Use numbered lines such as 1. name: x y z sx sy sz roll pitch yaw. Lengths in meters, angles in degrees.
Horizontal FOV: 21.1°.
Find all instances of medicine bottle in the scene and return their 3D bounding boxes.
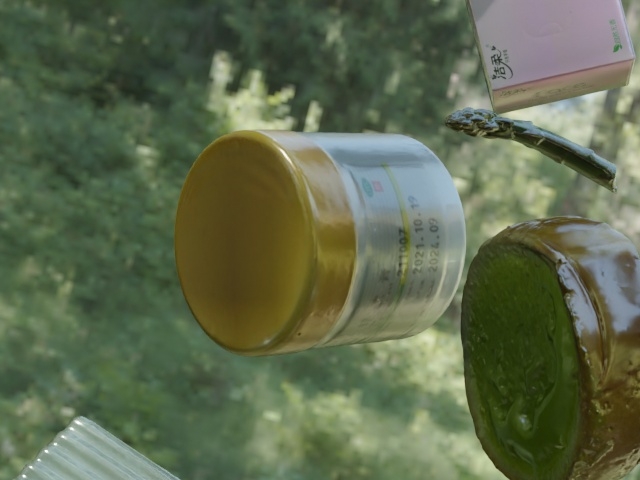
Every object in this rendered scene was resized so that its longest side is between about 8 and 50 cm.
1. medicine bottle: 0.000 0.000 1.853 0.232 0.238 0.238 -2 7 -40

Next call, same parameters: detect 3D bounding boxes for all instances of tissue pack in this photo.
1. tissue pack: 0.214 -0.264 1.702 0.148 0.246 0.092 -13 -13 2

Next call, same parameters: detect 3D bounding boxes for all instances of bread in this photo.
1. bread: 0.184 0.090 1.361 0.070 0.236 0.236 -6 3 -20

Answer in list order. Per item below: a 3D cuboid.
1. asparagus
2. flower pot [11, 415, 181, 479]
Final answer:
1. asparagus: 0.191 -0.082 1.492 0.236 0.034 0.027 18 -25 -38
2. flower pot: -0.199 0.305 1.612 0.189 0.209 0.239 31 -8 16
